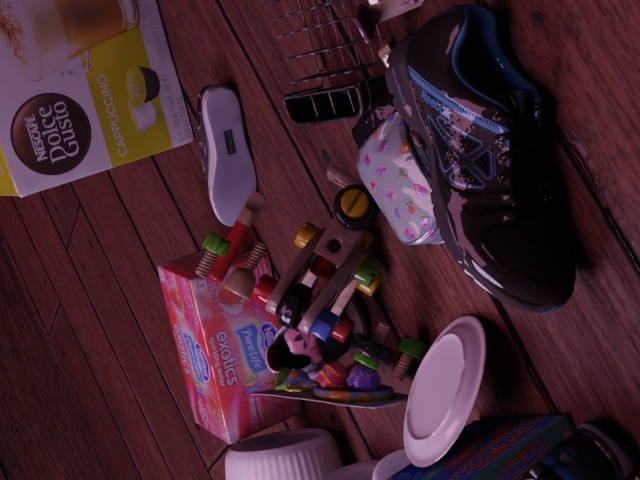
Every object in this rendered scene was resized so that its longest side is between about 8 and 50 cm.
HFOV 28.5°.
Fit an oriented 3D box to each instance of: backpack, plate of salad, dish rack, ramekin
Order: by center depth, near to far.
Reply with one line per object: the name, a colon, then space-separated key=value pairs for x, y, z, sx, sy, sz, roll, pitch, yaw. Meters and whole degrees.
backpack: x=0.118 y=-0.084 z=1.464 sx=0.182 sy=0.115 sz=0.152 roll=61 pitch=151 yaw=11
plate of salad: x=0.161 y=0.190 z=1.570 sx=0.200 sy=0.048 sz=0.200 roll=-57 pitch=20 yaw=33
dish rack: x=-0.001 y=-0.288 z=1.592 sx=0.208 sy=0.074 sz=0.271 roll=2 pitch=110 yaw=62
ramekin: x=-0.059 y=0.376 z=2.048 sx=0.207 sy=0.207 sz=0.109 roll=-9 pitch=92 yaw=64

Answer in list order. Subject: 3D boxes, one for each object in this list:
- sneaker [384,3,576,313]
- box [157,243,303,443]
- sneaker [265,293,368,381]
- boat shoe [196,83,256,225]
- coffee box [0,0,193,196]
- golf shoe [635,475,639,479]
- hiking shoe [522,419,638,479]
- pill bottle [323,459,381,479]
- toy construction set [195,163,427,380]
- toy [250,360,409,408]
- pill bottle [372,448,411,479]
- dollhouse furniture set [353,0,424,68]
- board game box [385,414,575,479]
sneaker: x=0.182 y=-0.085 z=1.328 sx=0.139 sy=0.125 sz=0.341 roll=-36 pitch=79 yaw=56
box: x=-0.150 y=0.168 z=2.125 sx=0.142 sy=0.154 sz=0.300 roll=17 pitch=122 yaw=58
sneaker: x=-0.041 y=0.171 z=1.935 sx=0.112 sy=0.131 sz=0.319 roll=61 pitch=153 yaw=16
boat shoe: x=-0.159 y=-0.139 z=2.007 sx=0.076 sy=0.080 sz=0.228 roll=29 pitch=132 yaw=62
coffee box: x=-0.472 y=-0.283 z=2.211 sx=0.338 sy=0.334 sz=0.337 roll=7 pitch=115 yaw=61
golf shoe: x=0.373 y=0.346 z=1.308 sx=0.140 sy=0.115 sz=0.306 roll=32 pitch=143 yaw=37
hiking shoe: x=0.278 y=0.346 z=1.442 sx=0.113 sy=0.132 sz=0.304 roll=33 pitch=137 yaw=51
pill bottle: x=0.082 y=0.452 z=1.916 sx=0.119 sy=0.119 sz=0.208 roll=3 pitch=111 yaw=62
toy construction set: x=0.000 y=0.000 z=1.686 sx=0.309 sy=0.257 sz=0.237 roll=26 pitch=88 yaw=34
toy: x=0.030 y=0.195 z=1.753 sx=0.237 sy=0.137 sz=0.056 roll=-4 pitch=89 yaw=44
pill bottle: x=0.138 y=0.410 z=1.774 sx=0.121 sy=0.121 sz=0.216 roll=35 pitch=138 yaw=50
dollhouse furniture set: x=0.107 y=-0.250 z=1.485 sx=0.081 sy=0.091 sz=0.114 roll=-20 pitch=118 yaw=25
board game box: x=0.191 y=0.271 z=1.522 sx=0.047 sy=0.160 sz=0.210 roll=63 pitch=154 yaw=-3
